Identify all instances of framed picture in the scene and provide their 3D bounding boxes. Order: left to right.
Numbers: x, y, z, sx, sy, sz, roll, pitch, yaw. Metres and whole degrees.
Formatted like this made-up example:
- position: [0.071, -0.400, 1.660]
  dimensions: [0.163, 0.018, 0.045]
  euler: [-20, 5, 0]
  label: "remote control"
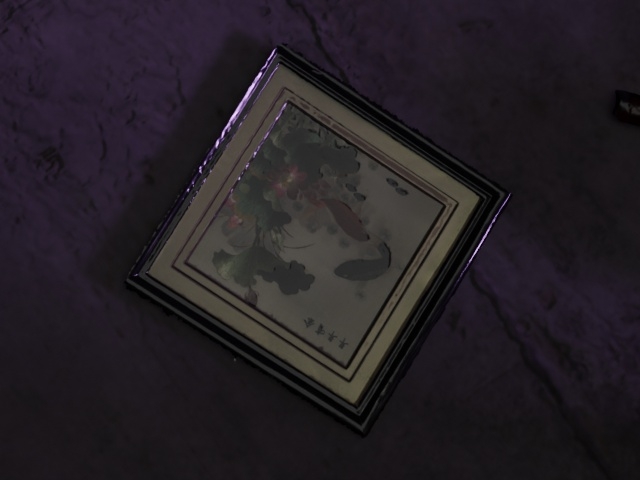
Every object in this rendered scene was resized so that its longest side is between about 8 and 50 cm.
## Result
- position: [0.000, 0.000, 1.328]
  dimensions: [0.195, 0.010, 0.199]
  euler: [33, 82, -8]
  label: "framed picture"

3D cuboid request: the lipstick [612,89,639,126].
- position: [0.286, -0.074, 1.382]
  dimensions: [0.176, 0.027, 0.027]
  euler: [12, 85, -10]
  label: "lipstick"
